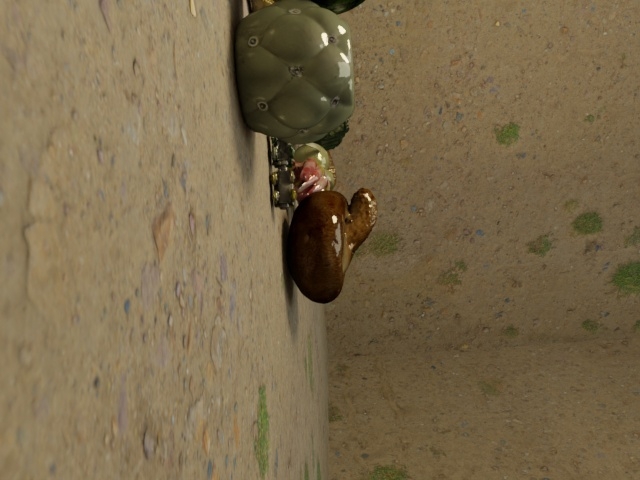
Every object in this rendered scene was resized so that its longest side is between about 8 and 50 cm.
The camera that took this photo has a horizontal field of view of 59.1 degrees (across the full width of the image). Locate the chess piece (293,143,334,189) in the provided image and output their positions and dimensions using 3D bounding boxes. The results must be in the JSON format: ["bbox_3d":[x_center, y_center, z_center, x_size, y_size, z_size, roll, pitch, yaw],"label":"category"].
[{"bbox_3d":[-0.018,-0.165,1.890,0.182,0.182,0.330,79,2,-72],"label":"chess piece"}]

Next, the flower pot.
[{"bbox_3d":[-0.040,-0.292,0.989,0.246,0.195,0.246,-4,90,-89],"label":"flower pot"}]

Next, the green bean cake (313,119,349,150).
[{"bbox_3d":[0.001,-0.463,2.055,0.255,0.132,0.241,146,-73,-71],"label":"green bean cake"}]

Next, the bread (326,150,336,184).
[{"bbox_3d":[-0.014,-0.291,2.378,0.274,0.149,0.274,-11,90,-88],"label":"bread"}]

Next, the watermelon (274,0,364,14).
[{"bbox_3d":[-0.050,-0.482,0.975,0.159,0.304,0.128,-66,174,27],"label":"watermelon"}]

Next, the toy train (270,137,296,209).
[{"bbox_3d":[-0.087,-0.168,1.306,0.081,0.060,0.202,114,-26,-82],"label":"toy train"}]

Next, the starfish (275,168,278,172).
[{"bbox_3d":[-0.098,-0.139,1.388,0.078,0.028,0.091,104,-20,-78],"label":"starfish"}]

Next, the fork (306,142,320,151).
[{"bbox_3d":[-0.059,-0.312,1.777,0.219,0.028,0.034,9,67,-58],"label":"fork"}]

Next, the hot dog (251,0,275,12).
[{"bbox_3d":[-0.113,-0.478,1.164,0.169,0.061,0.078,84,1,-46],"label":"hot dog"}]

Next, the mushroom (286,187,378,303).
[{"bbox_3d":[0.010,0.013,1.576,0.345,0.239,0.345,-31,129,-50],"label":"mushroom"}]

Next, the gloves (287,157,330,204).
[{"bbox_3d":[-0.038,-0.184,1.673,0.241,0.126,0.145,-172,-114,-81],"label":"gloves"}]
